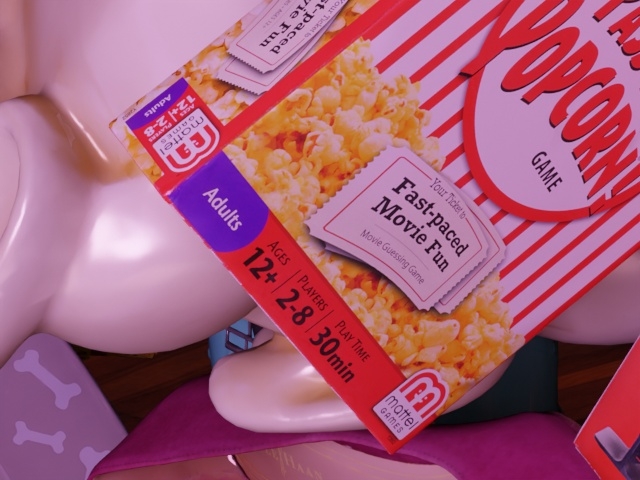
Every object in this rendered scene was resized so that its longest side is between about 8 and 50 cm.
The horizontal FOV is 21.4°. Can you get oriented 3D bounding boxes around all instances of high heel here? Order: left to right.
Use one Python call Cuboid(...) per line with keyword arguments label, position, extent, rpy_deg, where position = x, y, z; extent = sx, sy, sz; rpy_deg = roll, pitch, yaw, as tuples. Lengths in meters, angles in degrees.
Cuboid(label="high heel", position=(0.025, 0.149, 0.797), extent=(0.181, 0.127, 0.377), rpy_deg=(-23, -162, -17))

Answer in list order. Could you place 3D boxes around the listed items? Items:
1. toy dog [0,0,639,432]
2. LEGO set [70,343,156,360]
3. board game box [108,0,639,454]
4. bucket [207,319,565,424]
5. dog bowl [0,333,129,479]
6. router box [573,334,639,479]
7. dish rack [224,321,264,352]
Cuboid(label="toy dog", position=(0.046, -0.080, 0.706), extent=(0.408, 0.285, 0.395), rpy_deg=(13, 135, -36))
Cuboid(label="LEGO set", position=(-0.157, 0.041, 1.195), extent=(0.093, 0.087, 0.227), rpy_deg=(4, 160, -12))
Cuboid(label="board game box", position=(0.055, -0.043, 0.519), extent=(0.193, 0.045, 0.147), rpy_deg=(-40, 134, -1))
Cuboid(label="bucket", position=(0.051, 0.113, 1.246), extent=(0.281, 0.183, 0.281), rpy_deg=(-4, 163, -1))
Cuboid(label="dog bowl", position=(-0.217, 0.151, 1.179), extent=(0.102, 0.349, 0.349), rpy_deg=(-33, 169, -21))
Cuboid(label="router box", position=(0.287, -0.033, 0.622), extent=(0.335, 0.082, 0.301), rpy_deg=(-12, 140, -38))
Cuboid(label="dish rack", position=(0.000, 0.000, 1.010), extent=(0.208, 0.074, 0.271), rpy_deg=(-11, -165, -27))
